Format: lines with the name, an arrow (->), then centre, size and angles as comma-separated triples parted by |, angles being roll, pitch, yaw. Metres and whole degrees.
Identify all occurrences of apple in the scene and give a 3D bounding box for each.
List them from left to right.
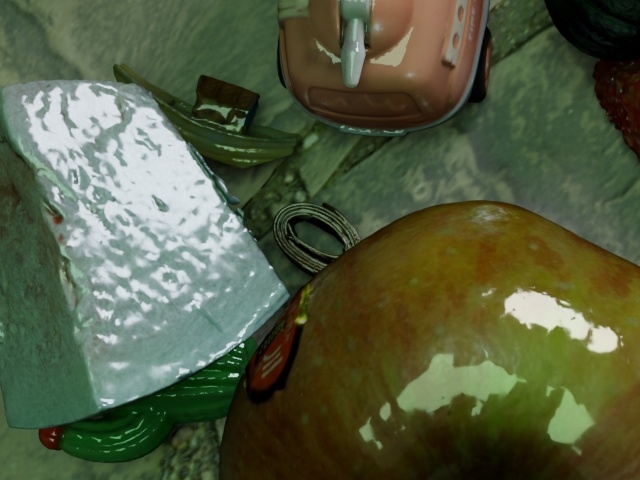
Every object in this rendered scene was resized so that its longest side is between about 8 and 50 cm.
apple -> 0.121, 0.167, 1.256 | 0.400, 0.333, 0.400 | 1, 103, 6

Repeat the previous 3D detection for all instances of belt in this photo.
belt -> 0.000, 0.000, 1.427 | 0.083, 0.036, 0.059 | 32, 83, 10

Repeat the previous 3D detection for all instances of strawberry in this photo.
strawberry -> 0.319, -0.099, 1.363 | 0.140, 0.085, 0.192 | -30, 79, 7

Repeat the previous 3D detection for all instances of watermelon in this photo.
watermelon -> -0.180, -0.020, 1.284 | 0.228, 0.387, 0.258 | -25, 122, -5

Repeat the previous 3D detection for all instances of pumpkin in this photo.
pumpkin -> 0.247, -0.245, 1.333 | 0.140, 0.202, 0.202 | 14, 86, -8

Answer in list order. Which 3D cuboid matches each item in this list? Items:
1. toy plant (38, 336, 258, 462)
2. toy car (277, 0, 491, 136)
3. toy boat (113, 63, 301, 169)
toy plant -> -0.171, 0.114, 1.410 | 0.240, 0.088, 0.154 | -18, 64, 0
toy car -> 0.048, -0.224, 1.349 | 0.180, 0.212, 0.270 | 5, 87, 10
toy boat -> -0.100, -0.109, 1.439 | 0.172, 0.065, 0.066 | 20, 101, 5
